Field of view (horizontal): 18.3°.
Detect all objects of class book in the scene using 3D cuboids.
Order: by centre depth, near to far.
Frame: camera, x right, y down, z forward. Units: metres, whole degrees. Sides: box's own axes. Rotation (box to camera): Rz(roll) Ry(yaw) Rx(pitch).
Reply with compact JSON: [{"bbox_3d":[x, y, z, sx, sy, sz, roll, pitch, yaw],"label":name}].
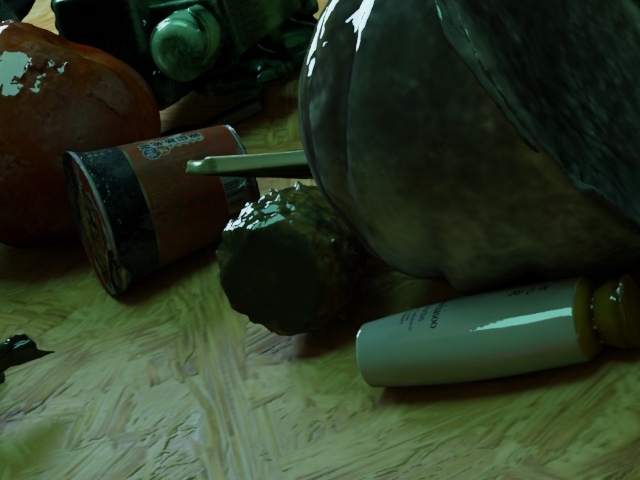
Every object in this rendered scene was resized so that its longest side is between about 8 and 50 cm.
[{"bbox_3d":[0.018,-0.060,1.543,0.168,0.013,0.192,-3,-2,38],"label":"book"}]

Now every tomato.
[{"bbox_3d":[-0.248,-0.086,1.732,0.184,0.208,0.208,-65,18,12],"label":"tomato"}]

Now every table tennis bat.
[{"bbox_3d":[-0.128,-0.094,1.886,0.158,0.014,0.095,-28,21,-10],"label":"table tennis bat"}]

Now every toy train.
[{"bbox_3d":[-0.122,-0.225,1.946,0.238,0.167,0.299,-7,16,24],"label":"toy train"}]

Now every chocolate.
[{"bbox_3d":[0.100,-0.075,1.326,0.213,0.303,0.303,-35,12,32],"label":"chocolate"}]

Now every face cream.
[{"bbox_3d":[0.112,0.058,1.251,0.182,0.051,0.072,-11,20,24],"label":"face cream"}]

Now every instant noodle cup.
[{"bbox_3d":[-0.126,-0.034,1.615,0.135,0.127,0.127,-19,20,-16],"label":"instant noodle cup"}]

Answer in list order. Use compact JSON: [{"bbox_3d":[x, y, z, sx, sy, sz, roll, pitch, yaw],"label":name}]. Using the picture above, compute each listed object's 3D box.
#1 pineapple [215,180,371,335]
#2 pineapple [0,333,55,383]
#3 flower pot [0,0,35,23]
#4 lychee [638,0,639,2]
[{"bbox_3d":[0.000,0.000,1.447,0.108,0.108,0.197,-12,11,23],"label":"pineapple"},{"bbox_3d":[-0.365,0.143,1.399,0.165,0.166,0.364,-1,21,42],"label":"pineapple"},{"bbox_3d":[-0.411,-0.144,1.927,0.299,0.299,0.283,-2,37,41],"label":"flower pot"},{"bbox_3d":[0.201,-0.162,1.519,0.194,0.194,0.194,-19,22,8],"label":"lychee"}]
